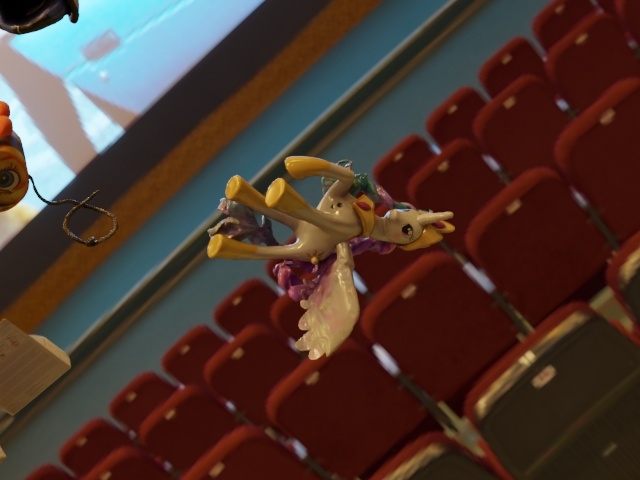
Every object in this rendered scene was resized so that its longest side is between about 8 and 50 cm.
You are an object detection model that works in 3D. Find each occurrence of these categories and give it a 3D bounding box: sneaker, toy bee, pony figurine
[{"bbox_3d":[-0.334,-0.327,1.234,0.128,0.182,0.315,-5,3,6],"label":"sneaker"},{"bbox_3d":[-0.373,-0.075,1.102,0.298,0.195,0.162,-22,-39,-35],"label":"toy bee"},{"bbox_3d":[0.000,0.000,1.781,0.351,0.364,0.302,-38,47,43],"label":"pony figurine"}]

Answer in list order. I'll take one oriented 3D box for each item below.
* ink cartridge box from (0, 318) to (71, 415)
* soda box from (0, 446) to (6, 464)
[{"bbox_3d":[-0.695,0.271,2.348,0.181,0.224,0.056,-39,40,2],"label":"ink cartridge box"},{"bbox_3d":[-0.689,0.359,2.015,0.074,0.216,0.069,4,-54,-53],"label":"soda box"}]
